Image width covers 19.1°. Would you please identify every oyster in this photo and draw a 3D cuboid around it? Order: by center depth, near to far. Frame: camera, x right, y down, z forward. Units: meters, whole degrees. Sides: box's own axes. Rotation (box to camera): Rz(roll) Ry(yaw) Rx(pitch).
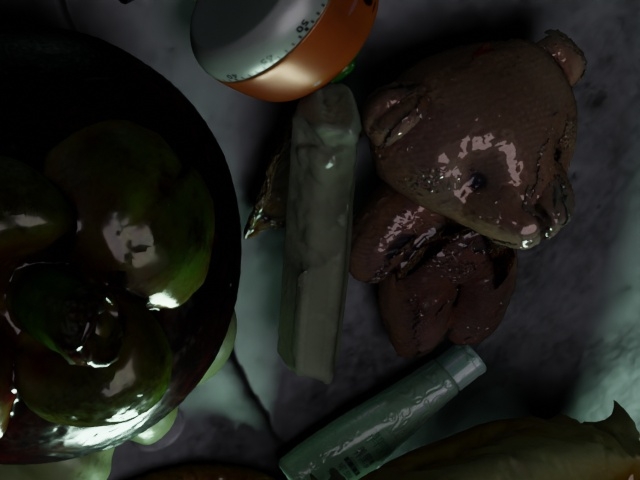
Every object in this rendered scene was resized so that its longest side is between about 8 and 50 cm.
[{"bbox_3d":[-0.021,-0.058,1.427,0.132,0.029,0.086,-42,141,0],"label":"oyster"}]

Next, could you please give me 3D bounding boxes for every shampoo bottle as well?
[{"bbox_3d":[0.056,0.153,1.609,0.190,0.041,0.069,-37,123,-4],"label":"shampoo bottle"}]

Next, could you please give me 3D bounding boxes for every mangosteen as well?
[{"bbox_3d":[-0.181,0.014,1.220,0.300,0.300,0.300,-15,126,-21],"label":"mangosteen"}]

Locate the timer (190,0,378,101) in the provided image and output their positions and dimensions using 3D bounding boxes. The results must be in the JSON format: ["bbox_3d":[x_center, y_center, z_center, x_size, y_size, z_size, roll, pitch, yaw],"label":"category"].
[{"bbox_3d":[-0.015,-0.150,1.326,0.136,0.099,0.136,-8,139,-7],"label":"timer"}]

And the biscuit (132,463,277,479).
[{"bbox_3d":[-0.129,0.319,1.615,0.305,0.038,0.305,-15,127,-21],"label":"biscuit"}]

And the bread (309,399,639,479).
[{"bbox_3d":[0.133,0.283,1.618,0.388,0.183,0.236,-11,98,-33],"label":"bread"}]

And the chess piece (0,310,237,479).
[{"bbox_3d":[-0.167,0.118,1.408,0.251,0.144,0.144,-47,131,-3],"label":"chess piece"}]

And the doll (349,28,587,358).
[{"bbox_3d":[0.125,-0.010,1.471,0.201,0.156,0.303,-20,133,-23],"label":"doll"}]

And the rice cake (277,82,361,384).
[{"bbox_3d":[0.000,0.000,1.426,0.052,0.057,0.256,-11,133,-17],"label":"rice cake"}]

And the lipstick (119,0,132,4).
[{"bbox_3d":[-0.045,-0.238,1.290,0.234,0.053,0.053,-30,131,-14],"label":"lipstick"}]
